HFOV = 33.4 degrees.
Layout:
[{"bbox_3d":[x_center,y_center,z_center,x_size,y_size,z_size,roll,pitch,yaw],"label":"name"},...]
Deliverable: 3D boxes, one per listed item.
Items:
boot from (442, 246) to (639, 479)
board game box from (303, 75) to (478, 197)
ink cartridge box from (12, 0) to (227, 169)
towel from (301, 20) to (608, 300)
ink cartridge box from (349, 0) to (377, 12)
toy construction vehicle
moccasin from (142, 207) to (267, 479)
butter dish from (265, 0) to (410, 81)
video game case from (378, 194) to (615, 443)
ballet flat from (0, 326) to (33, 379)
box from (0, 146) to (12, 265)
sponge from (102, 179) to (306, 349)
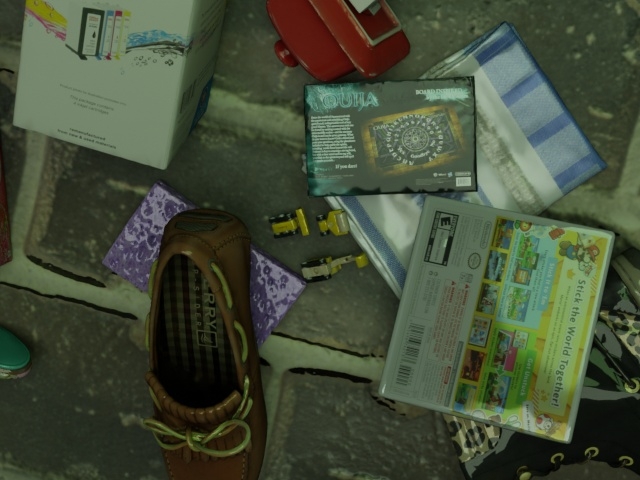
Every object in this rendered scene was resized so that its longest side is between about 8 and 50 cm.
[{"bbox_3d":[0.302,0.229,1.178,0.284,0.138,0.378,-23,93,6],"label":"boot"},{"bbox_3d":[0.076,-0.112,1.159,0.186,0.026,0.126,-1,95,6],"label":"board game box"},{"bbox_3d":[-0.195,-0.227,1.089,0.168,0.171,0.233,17,119,2],"label":"ink cartridge box"},{"bbox_3d":[0.147,-0.085,1.192,0.285,0.034,0.209,-34,96,8],"label":"towel"},{"bbox_3d":[0.046,-0.300,1.086,0.061,0.181,0.104,-37,95,32],"label":"ink cartridge box"},{"bbox_3d":[0.000,0.000,1.207,0.098,0.035,0.086,-13,102,31],"label":"toy construction vehicle"},{"bbox_3d":[-0.127,0.159,1.166,0.139,0.147,0.380,11,117,9],"label":"moccasin"},{"bbox_3d":[0.000,-0.228,1.136,0.118,0.160,0.160,-33,95,31],"label":"butter dish"},{"bbox_3d":[0.186,0.080,1.133,0.206,0.026,0.227,12,82,15],"label":"video game case"},{"bbox_3d":[-0.439,0.116,1.249,0.221,0.077,0.079,28,118,4],"label":"ballet flat"},{"bbox_3d":[-0.431,-0.087,1.181,0.122,0.128,0.257,-3,98,4],"label":"box"},{"bbox_3d":[-0.134,0.036,1.230,0.210,0.031,0.117,34,100,-3],"label":"sponge"}]
